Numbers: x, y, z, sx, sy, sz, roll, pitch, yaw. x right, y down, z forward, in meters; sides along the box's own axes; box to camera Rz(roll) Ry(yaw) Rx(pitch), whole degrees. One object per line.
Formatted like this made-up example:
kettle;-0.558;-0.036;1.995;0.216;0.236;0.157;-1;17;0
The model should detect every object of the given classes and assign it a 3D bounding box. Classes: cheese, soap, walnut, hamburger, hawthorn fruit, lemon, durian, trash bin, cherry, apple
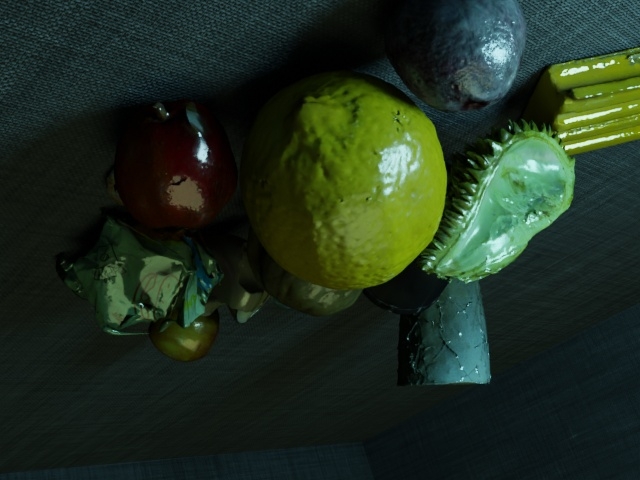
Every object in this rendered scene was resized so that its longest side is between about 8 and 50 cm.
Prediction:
cheese;-0.234;0.082;1.621;0.286;0.163;0.082;-17;175;37
soap;0.544;-0.259;1.497;0.325;0.096;0.204;-13;156;-12
walnut;0.000;0.000;1.497;0.283;0.282;0.227;-14;-161;-10
hamburger;-0.329;0.085;1.478;0.261;0.150;0.276;28;130;-30
hawthorn fruit;-0.214;-0.117;1.180;0.185;0.185;0.202;-14;139;-10
lemon;0.035;-0.089;1.231;0.336;0.336;0.336;-15;155;-7
durian;0.281;-0.068;1.391;0.394;0.198;0.163;-44;-166;-31
trash bin;0.201;-0.004;1.670;0.252;0.203;0.301;-52;171;-31
cherry;0.187;-0.267;1.128;0.195;0.195;0.195;-15;155;-7
apple;-0.303;0.183;1.808;0.147;0.163;0.146;19;127;-21

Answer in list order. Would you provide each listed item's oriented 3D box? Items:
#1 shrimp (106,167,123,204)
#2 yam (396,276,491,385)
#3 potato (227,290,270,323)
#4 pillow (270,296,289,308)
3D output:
shrimp;-0.254;-0.097;1.334;0.188;0.051;0.132;-9;154;-14
yam;0.289;0.201;1.980;0.241;0.348;0.241;1;158;0
potato;-0.159;0.090;1.742;0.164;0.081;0.200;-48;163;-25
pillow;-0.022;0.053;1.728;0.214;0.086;0.233;-42;160;-13
